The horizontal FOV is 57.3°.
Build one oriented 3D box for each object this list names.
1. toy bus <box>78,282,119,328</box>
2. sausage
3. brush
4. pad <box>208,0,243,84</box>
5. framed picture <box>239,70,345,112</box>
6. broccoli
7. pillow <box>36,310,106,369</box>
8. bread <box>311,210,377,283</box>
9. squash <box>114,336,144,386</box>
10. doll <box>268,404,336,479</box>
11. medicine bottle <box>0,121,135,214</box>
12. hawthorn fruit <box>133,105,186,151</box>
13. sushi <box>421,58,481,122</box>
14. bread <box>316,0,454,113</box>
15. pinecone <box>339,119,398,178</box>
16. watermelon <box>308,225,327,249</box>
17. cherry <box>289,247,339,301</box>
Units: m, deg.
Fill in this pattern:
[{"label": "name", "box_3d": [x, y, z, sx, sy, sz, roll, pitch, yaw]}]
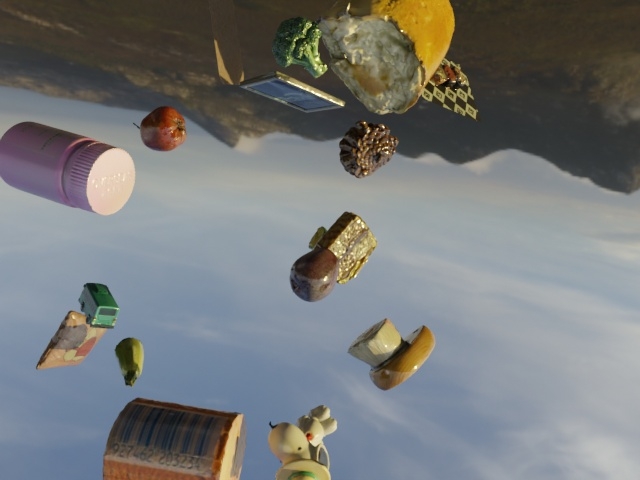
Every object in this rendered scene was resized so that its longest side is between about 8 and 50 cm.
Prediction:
[{"label": "toy bus", "box_3d": [-0.684, 0.197, 1.808, 0.079, 0.092, 0.160, 13, -163, -41]}, {"label": "sausage", "box_3d": [-0.349, 0.520, 1.440, 0.286, 0.233, 0.233, 5, -171, 7]}, {"label": "brush", "box_3d": [0.225, 0.310, 1.751, 0.266, 0.166, 0.174, -33, 174, -37]}, {"label": "pad", "box_3d": [-0.287, -0.615, 1.796, 0.002, 0.266, 0.176, -2, -167, 18]}, {"label": "framed picture", "box_3d": [-0.079, -0.427, 1.698, 0.259, 0.023, 0.189, 12, 176, -40]}, {"label": "broccoli", "box_3d": [-0.073, -0.827, 2.505, 0.270, 0.270, 0.270, 50, 172, -22]}, {"label": "pillow", "box_3d": [-0.843, 0.345, 2.006, 0.084, 0.223, 0.236, 33, 176, 18]}, {"label": "bread", "box_3d": [0.082, 0.026, 2.005, 0.181, 0.222, 0.096, 46, 169, -33]}, {"label": "squash", "box_3d": [-0.591, 0.391, 1.820, 0.094, 0.095, 0.224, 4, -165, -21]}, {"label": "doll", "box_3d": [-0.022, 0.544, 1.522, 0.144, 0.208, 0.271, -36, 158, 20]}, {"label": "medicine bottle", "box_3d": [-0.625, -0.178, 1.444, 0.290, 0.178, 0.178, 16, -169, 18]}, {"label": "hawthorn fruit", "box_3d": [-0.587, -0.391, 2.106, 0.203, 0.163, 0.162, -11, -178, 22]}, {"label": "sushi", "box_3d": [0.451, -0.566, 2.043, 0.289, 0.264, 0.050, 10, 149, -34]}, {"label": "bread", "box_3d": [0.222, -0.618, 1.700, 0.361, 0.394, 0.250, 46, 151, -22]}, {"label": "pinecone", "box_3d": [0.138, -0.276, 1.779, 0.179, 0.150, 0.195, -37, 175, -13]}, {"label": "watermelon", "box_3d": [0.000, 0.000, 2.337, 0.062, 0.106, 0.105, 36, 179, -20]}, {"label": "cherry", "box_3d": [-0.016, 0.106, 1.780, 0.140, 0.176, 0.176, 44, -155, 22]}]
